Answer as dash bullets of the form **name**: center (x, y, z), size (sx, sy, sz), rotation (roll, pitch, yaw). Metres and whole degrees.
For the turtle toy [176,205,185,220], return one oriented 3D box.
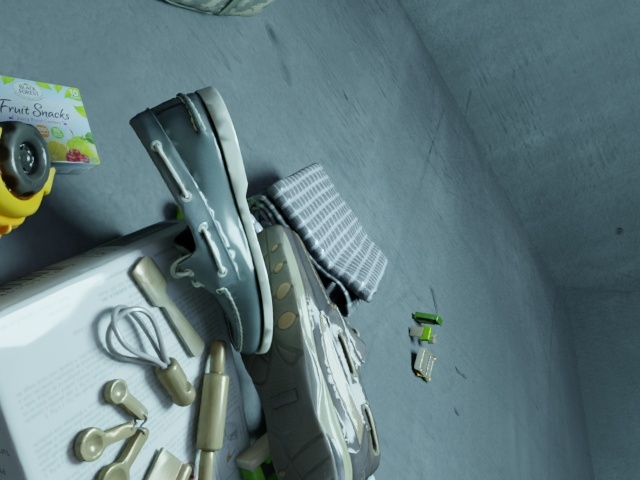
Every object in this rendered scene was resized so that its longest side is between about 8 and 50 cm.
- **turtle toy**: center (-0.155, -0.001, 0.837), size (0.095, 0.066, 0.130), rotation (-15, 82, -84)

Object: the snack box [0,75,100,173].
- **snack box**: center (-0.325, -0.127, 0.665), size (0.141, 0.037, 0.100), rotation (-9, 79, -60)

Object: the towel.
- **towel**: center (0.000, 0.000, 0.966), size (0.235, 0.121, 0.284), rotation (56, 17, -4)

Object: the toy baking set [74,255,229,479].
- **toy baking set**: center (-0.156, 0.155, 0.619), size (0.197, 0.030, 0.256), rotation (38, 53, -57)

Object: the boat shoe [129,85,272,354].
- **boat shoe**: center (-0.127, -0.003, 0.665), size (0.116, 0.099, 0.319), rotation (39, -38, 57)

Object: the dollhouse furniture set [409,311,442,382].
- **dollhouse furniture set**: center (0.231, 0.240, 1.372), size (0.076, 0.058, 0.152), rotation (45, 56, -48)

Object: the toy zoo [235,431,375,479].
- **toy zoo**: center (0.007, 0.373, 0.831), size (0.192, 0.030, 0.293), rotation (-29, 105, -44)

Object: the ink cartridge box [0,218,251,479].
- **ink cartridge box**: center (-0.206, 0.200, 0.648), size (0.308, 0.091, 0.385), rotation (-35, 120, -60)

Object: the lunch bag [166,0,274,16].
- **lunch bag**: center (-0.195, -0.537, 0.986), size (0.256, 0.212, 0.305), rotation (-18, 87, -44)

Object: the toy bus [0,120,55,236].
- **toy bus**: center (-0.320, -0.016, 0.455), size (0.220, 0.149, 0.211), rotation (66, 20, -70)

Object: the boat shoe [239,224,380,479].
- **boat shoe**: center (-0.016, 0.154, 0.783), size (0.130, 0.132, 0.355), rotation (3, 69, -47)
